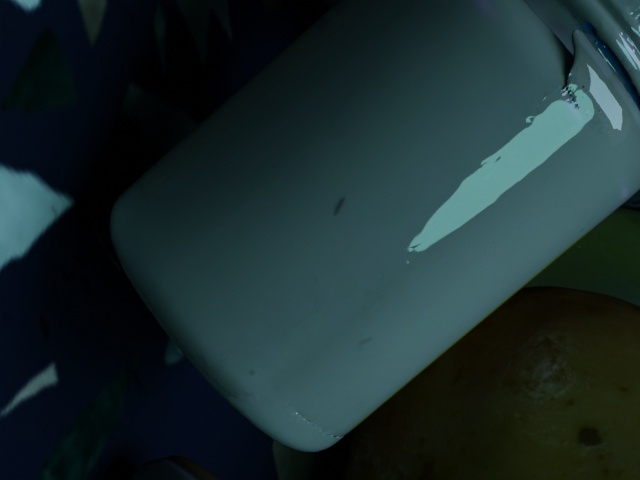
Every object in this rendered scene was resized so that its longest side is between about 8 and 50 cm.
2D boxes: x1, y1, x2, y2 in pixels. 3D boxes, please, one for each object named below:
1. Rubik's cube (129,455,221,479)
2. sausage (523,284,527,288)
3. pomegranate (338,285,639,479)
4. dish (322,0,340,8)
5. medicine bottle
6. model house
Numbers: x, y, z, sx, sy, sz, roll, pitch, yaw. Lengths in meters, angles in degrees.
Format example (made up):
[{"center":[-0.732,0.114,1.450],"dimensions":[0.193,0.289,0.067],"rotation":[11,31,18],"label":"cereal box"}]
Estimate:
[{"center":[-0.014,0.209,0.493],"dimensions":[0.254,0.254,0.254],"rotation":[9,90,-66],"label":"Rubik's cube"},{"center":[0.159,-0.023,0.965],"dimensions":[0.062,0.054,0.183],"rotation":[-103,-179,-55],"label":"sausage"},{"center":[0.170,0.203,0.726],"dimensions":[0.342,0.342,0.342],"rotation":[9,90,-66],"label":"pomegranate"},{"center":[0.093,-0.142,0.584],"dimensions":[0.213,0.213,0.090],"rotation":[42,30,-62],"label":"dish"},{"center":[0.048,-0.042,0.461],"dimensions":[0.258,0.143,0.143],"rotation":[-42,154,6],"label":"medicine bottle"},{"center":[0.294,-0.063,1.076],"dimensions":[0.211,0.194,0.170],"rotation":[-64,148,-33],"label":"model house"}]
